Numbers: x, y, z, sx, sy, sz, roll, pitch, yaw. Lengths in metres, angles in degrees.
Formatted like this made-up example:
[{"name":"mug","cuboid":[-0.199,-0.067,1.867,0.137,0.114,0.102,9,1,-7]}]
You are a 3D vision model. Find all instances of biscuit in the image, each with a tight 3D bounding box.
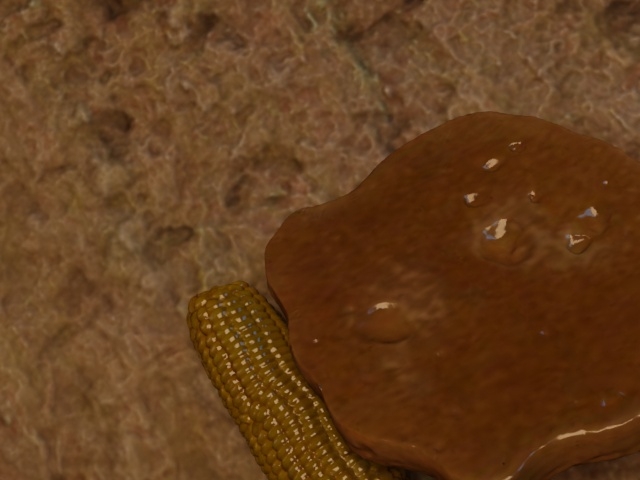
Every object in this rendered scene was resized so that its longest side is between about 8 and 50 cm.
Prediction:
[{"name":"biscuit","cuboid":[0.155,0.050,1.273,0.365,0.062,0.385,-30,48,-10]}]

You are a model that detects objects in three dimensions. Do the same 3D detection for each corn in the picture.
[{"name":"corn","cuboid":[-0.021,0.163,1.313,0.106,0.106,0.305,-38,68,-3]}]
